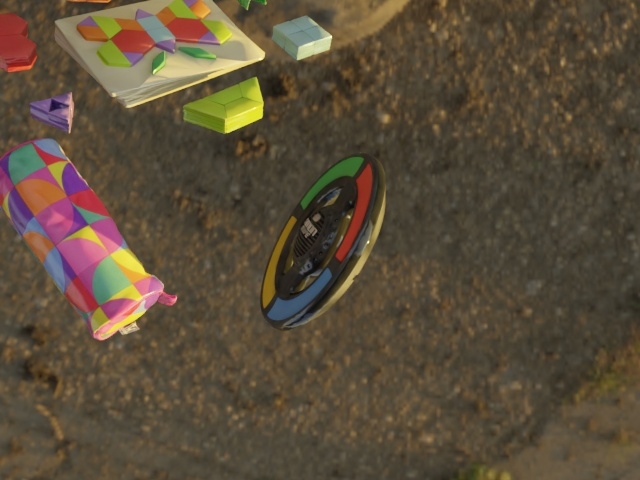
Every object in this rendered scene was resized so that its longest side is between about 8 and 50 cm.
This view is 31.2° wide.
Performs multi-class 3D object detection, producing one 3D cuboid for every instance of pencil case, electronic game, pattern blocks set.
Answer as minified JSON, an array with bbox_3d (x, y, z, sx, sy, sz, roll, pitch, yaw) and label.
[{"bbox_3d":[-0.267,-0.001,1.261,0.236,0.104,0.104,52,127,8],"label":"pencil case"},{"bbox_3d":[0.000,0.000,1.326,0.048,0.229,0.229,31,130,-21],"label":"electronic game"},{"bbox_3d":[-0.164,-0.198,1.143,0.285,0.325,0.026,36,138,25],"label":"pattern blocks set"}]
